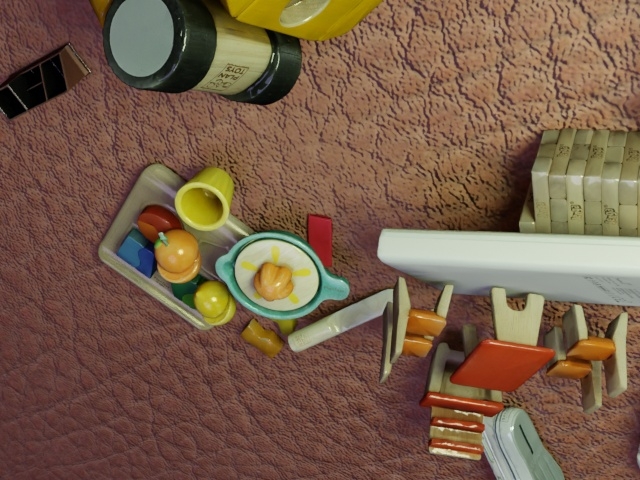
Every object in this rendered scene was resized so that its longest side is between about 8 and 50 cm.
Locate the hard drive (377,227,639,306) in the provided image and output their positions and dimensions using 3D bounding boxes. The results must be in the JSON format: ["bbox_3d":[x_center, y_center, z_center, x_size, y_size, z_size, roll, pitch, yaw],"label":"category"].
[{"bbox_3d":[0.243,0.032,0.941,0.308,0.040,0.203,3,168,33],"label":"hard drive"}]

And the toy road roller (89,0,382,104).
[{"bbox_3d":[-0.073,-0.288,0.798,0.329,0.202,0.240,-35,77,27],"label":"toy road roller"}]

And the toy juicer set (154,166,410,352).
[{"bbox_3d":[-0.075,0.067,1.161,0.329,0.089,0.209,34,123,-11],"label":"toy juicer set"}]

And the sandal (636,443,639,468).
[{"bbox_3d":[0.483,0.187,1.025,0.169,0.102,0.416,37,150,14],"label":"sandal"}]

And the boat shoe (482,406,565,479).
[{"bbox_3d":[0.286,0.326,1.265,0.076,0.083,0.226,-5,116,44],"label":"boat shoe"}]

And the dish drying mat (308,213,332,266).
[{"bbox_3d":[0.000,0.000,1.157,0.032,0.008,0.083,12,132,15],"label":"dish drying mat"}]

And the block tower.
[{"bbox_3d":[0.369,-0.046,0.872,0.336,0.091,0.097,4,129,23],"label":"block tower"}]

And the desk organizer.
[{"bbox_3d":[-0.359,-0.199,1.129,0.130,0.050,0.047,-15,120,36],"label":"desk organizer"}]

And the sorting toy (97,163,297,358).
[{"bbox_3d":[-0.160,0.050,1.258,0.307,0.041,0.229,36,135,-7],"label":"sorting toy"}]

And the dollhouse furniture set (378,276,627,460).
[{"bbox_3d":[0.196,0.165,1.054,0.262,0.135,0.259,9,154,-2],"label":"dollhouse furniture set"}]
